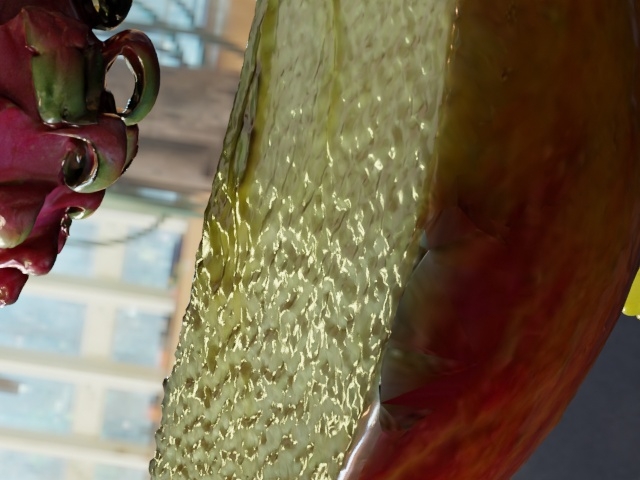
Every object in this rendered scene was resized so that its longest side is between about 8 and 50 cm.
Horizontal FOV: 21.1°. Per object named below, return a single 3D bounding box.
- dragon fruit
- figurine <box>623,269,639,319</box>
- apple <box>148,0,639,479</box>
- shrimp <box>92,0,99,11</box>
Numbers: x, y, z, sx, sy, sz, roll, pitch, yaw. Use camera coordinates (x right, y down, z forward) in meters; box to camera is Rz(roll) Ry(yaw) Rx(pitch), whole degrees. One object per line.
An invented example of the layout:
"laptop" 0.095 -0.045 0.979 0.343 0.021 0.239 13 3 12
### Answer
"dragon fruit" -0.195 -0.100 1.060 0.273 0.218 0.198 -47 -45 -12
"figurine" 0.286 -0.104 1.444 0.168 0.187 0.315 69 -177 -59
"apple" 0.030 -0.003 0.642 0.254 0.179 0.346 -15 -54 -60
"shrimp" -0.232 -0.155 1.307 0.042 0.190 0.101 62 168 -7
